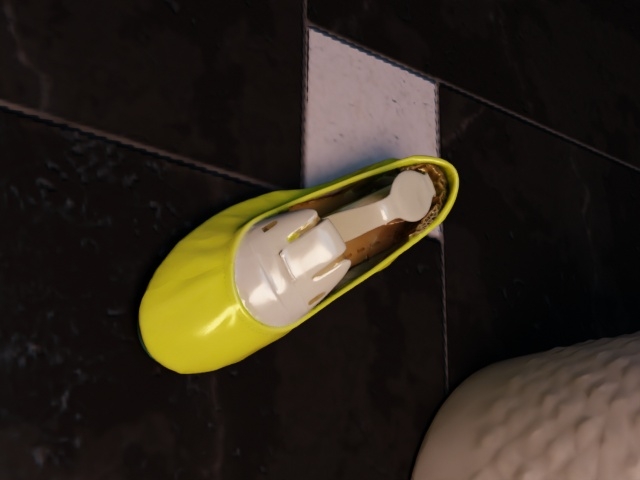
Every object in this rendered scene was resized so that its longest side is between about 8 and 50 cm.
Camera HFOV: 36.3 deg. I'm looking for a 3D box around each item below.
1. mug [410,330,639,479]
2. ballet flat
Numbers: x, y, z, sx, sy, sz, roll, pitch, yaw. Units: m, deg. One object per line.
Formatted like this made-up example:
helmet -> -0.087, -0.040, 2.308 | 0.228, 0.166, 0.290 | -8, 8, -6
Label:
mug -> 0.285, 0.155, 0.575 | 0.374, 0.328, 0.276 | -36, 100, -42
ballet flat -> 0.000, 0.000, 0.550 | 0.231, 0.077, 0.077 | -29, 96, -43
